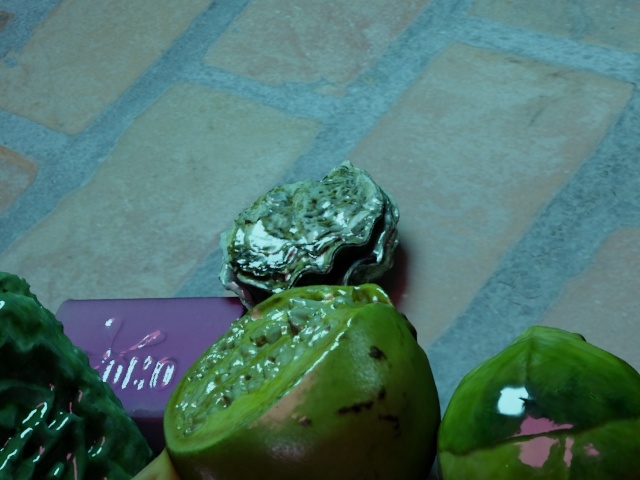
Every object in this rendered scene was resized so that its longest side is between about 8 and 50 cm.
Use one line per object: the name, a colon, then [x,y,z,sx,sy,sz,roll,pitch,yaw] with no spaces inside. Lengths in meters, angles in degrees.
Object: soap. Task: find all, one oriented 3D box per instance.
soap: [-0.203,0.153,1.540,0.259,0.081,0.181,-2,47,23]

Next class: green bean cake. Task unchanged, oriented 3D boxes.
green bean cake: [-0.341,0.222,1.317,0.169,0.300,0.308,-16,29,39]

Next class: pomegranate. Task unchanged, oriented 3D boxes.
pomegranate: [-0.032,0.210,1.304,0.358,0.216,0.310,-44,18,0]

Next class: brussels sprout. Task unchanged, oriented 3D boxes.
brussels sprout: [0.216,0.194,1.222,0.219,0.210,0.271,-13,28,7]

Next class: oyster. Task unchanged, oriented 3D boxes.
oyster: [0.000,0.000,1.561,0.198,0.112,0.267,27,46,35]
